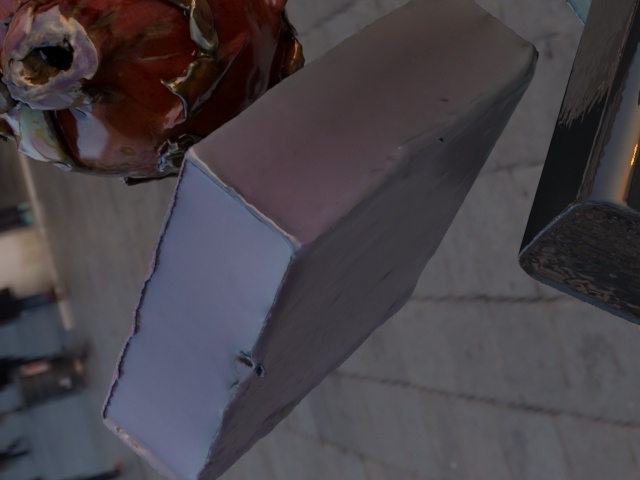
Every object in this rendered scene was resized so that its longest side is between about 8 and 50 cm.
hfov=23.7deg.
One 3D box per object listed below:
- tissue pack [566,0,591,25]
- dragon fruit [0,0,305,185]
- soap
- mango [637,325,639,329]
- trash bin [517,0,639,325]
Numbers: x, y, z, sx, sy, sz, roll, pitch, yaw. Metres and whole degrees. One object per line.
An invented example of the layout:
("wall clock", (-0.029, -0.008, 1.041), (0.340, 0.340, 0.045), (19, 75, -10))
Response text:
("tissue pack", (0.297, -0.253, 1.205), (0.228, 0.316, 0.103), (53, 135, -4))
("dragon fruit", (-0.145, -0.151, 1.141), (0.250, 0.315, 0.250), (10, 107, 35))
("soap", (0.000, 0.000, 1.057), (0.107, 0.285, 0.296), (41, 137, 13))
("mango", (0.508, 0.054, 1.770), (0.257, 0.187, 0.138), (-30, 91, 41))
("trash bin", (0.188, -0.070, 0.604), (0.115, 0.165, 0.225), (125, 167, -69))
